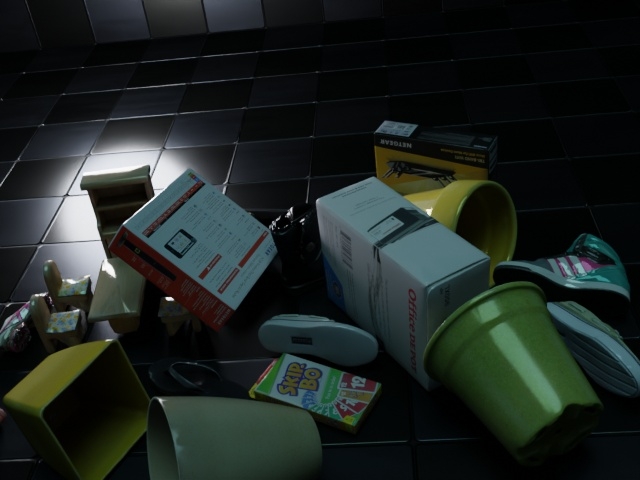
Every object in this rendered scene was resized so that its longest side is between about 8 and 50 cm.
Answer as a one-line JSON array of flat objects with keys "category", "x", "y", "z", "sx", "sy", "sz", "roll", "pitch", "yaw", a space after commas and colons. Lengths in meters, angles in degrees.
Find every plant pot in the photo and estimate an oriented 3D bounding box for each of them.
[{"category": "plant pot", "x": 0.296, "y": -0.020, "z": 1.874, "sx": 0.239, "sy": 0.254, "sz": 0.254, "roll": 8, "pitch": 35, "yaw": 47}, {"category": "plant pot", "x": -0.490, "y": 0.331, "z": 1.564, "sx": 0.187, "sy": 0.212, "sz": 0.212, "roll": 1, "pitch": 34, "yaw": 34}, {"category": "plant pot", "x": 0.370, "y": 0.261, "z": 1.464, "sx": 0.276, "sy": 0.276, "sz": 0.254, "roll": -19, "pitch": 48, "yaw": -15}, {"category": "plant pot", "x": -0.145, "y": 0.386, "z": 1.404, "sx": 0.274, "sy": 0.257, "sz": 0.256, "roll": -4, "pitch": 32, "yaw": -23}]

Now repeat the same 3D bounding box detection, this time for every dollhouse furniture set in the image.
[{"category": "dollhouse furniture set", "x": -0.483, "y": 0.031, "z": 1.917, "sx": 0.362, "sy": 0.257, "sz": 0.394, "roll": -8, "pitch": 35, "yaw": 0}]

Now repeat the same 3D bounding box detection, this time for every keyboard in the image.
[{"category": "keyboard", "x": -0.244, "y": -0.069, "z": 2.147, "sx": 0.317, "sy": 0.033, "sz": 0.201, "roll": 1, "pitch": 5, "yaw": 14}]

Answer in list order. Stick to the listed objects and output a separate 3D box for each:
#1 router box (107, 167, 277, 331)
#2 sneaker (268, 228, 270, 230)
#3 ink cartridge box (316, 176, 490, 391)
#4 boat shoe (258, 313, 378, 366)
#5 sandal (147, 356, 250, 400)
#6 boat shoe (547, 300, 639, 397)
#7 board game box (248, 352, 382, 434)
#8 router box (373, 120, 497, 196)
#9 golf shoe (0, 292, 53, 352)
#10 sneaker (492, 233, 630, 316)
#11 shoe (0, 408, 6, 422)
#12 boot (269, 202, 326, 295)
[{"category": "router box", "x": -0.271, "y": 0.010, "z": 1.819, "sx": 0.301, "sy": 0.082, "sz": 0.335, "roll": 38, "pitch": 31, "yaw": -3}, {"category": "sneaker", "x": -0.209, "y": -0.016, "z": 2.110, "sx": 0.170, "sy": 0.051, "sz": 0.089, "roll": 16, "pitch": 41, "yaw": 22}, {"category": "ink cartridge box", "x": 0.171, "y": 0.084, "z": 1.695, "sx": 0.166, "sy": 0.286, "sz": 0.395, "roll": -24, "pitch": 39, "yaw": -22}, {"category": "boat shoe", "x": 0.001, "y": 0.208, "z": 1.728, "sx": 0.267, "sy": 0.096, "sz": 0.088, "roll": 1, "pitch": 22, "yaw": 19}, {"category": "sandal", "x": -0.256, "y": 0.295, "z": 1.680, "sx": 0.254, "sy": 0.054, "sz": 0.097, "roll": 14, "pitch": 41, "yaw": 27}, {"category": "boat shoe", "x": 0.560, "y": 0.202, "z": 1.613, "sx": 0.094, "sy": 0.109, "sz": 0.302, "roll": -19, "pitch": 34, "yaw": -18}, {"category": "board game box", "x": -0.016, "y": 0.309, "z": 1.637, "sx": 0.259, "sy": 0.039, "sz": 0.124, "roll": 11, "pitch": 39, "yaw": 29}, {"category": "router box", "x": 0.298, "y": -0.169, "z": 2.059, "sx": 0.308, "sy": 0.243, "sz": 0.081, "roll": 12, "pitch": 40, "yaw": 26}, {"category": "golf shoe", "x": -0.715, "y": 0.188, "z": 1.905, "sx": 0.086, "sy": 0.067, "sz": 0.186, "roll": 5, "pitch": 38, "yaw": 19}, {"category": "sneaker", "x": 0.550, "y": 0.058, "z": 1.794, "sx": 0.295, "sy": 0.124, "sz": 0.178, "roll": 13, "pitch": 45, "yaw": 14}, {"category": "shoe", "x": -0.751, "y": 0.374, "z": 1.663, "sx": 0.178, "sy": 0.063, "sz": 0.081, "roll": 9, "pitch": 37, "yaw": 13}, {"category": "boot", "x": 0.000, "y": 0.000, "z": 1.910, "sx": 0.246, "sy": 0.207, "sz": 0.094, "roll": -25, "pitch": 40, "yaw": -23}]
